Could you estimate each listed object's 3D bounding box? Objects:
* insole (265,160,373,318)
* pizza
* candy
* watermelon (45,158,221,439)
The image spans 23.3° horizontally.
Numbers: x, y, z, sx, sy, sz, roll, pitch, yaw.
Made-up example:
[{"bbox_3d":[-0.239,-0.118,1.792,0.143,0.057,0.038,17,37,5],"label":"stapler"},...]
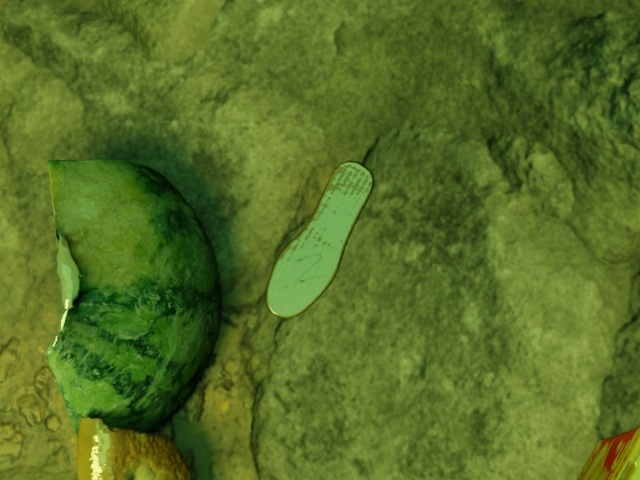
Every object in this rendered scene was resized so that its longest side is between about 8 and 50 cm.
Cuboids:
[{"bbox_3d":[0.000,0.000,1.659,0.064,0.004,0.188,28,81,4],"label":"insole"},{"bbox_3d":[-0.166,0.283,1.544,0.271,0.056,0.134,57,48,-22],"label":"pizza"},{"bbox_3d":[0.287,0.263,1.472,0.088,0.276,0.146,31,80,7],"label":"candy"},{"bbox_3d":[-0.208,0.072,1.587,0.180,0.224,0.305,-13,79,43],"label":"watermelon"}]
